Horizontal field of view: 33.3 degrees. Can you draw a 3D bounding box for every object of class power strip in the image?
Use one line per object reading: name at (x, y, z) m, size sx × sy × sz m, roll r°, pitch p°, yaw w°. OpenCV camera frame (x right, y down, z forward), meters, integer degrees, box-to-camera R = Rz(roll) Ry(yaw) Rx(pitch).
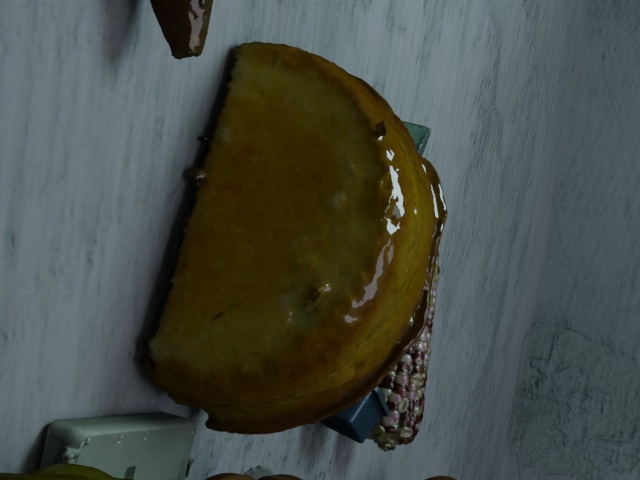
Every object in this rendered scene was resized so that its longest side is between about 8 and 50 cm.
power strip at (-0.148, 0.171, 0.785) m, size 0.192 × 0.035 × 0.081 m, roll 19°, pitch 84°, yaw -70°

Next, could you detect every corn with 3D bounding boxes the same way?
corn at (0.104, 0.126, 1.358) m, size 0.092 × 0.092 × 0.280 m, roll 28°, pitch 73°, yaw -69°

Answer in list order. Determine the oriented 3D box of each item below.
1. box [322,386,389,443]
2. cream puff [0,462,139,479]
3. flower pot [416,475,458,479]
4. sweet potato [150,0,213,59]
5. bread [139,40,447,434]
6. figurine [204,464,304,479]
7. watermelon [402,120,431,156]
box at (0.031, 0.190, 1.234) m, size 0.054 × 0.074 × 0.099 m, roll -56°, pitch 153°, yaw -18°
cream puff at (-0.104, 0.238, 0.590) m, size 0.282 × 0.185 × 0.282 m, roll 63°, pitch -6°, yaw 12°
flower pot at (0.128, 0.425, 1.477) m, size 0.173 × 0.191 × 0.190 m, roll 12°, pitch 89°, yaw -58°
sweet potato at (-0.102, -0.235, 0.657) m, size 0.078 × 0.058 × 0.255 m, roll -40°, pitch 138°, yaw -29°
bread at (0.000, 0.000, 0.880) m, size 0.194 × 0.179 × 0.340 m, roll 44°, pitch 60°, yaw -66°
figurine at (-0.054, 0.279, 0.895) m, size 0.263 × 0.142 × 0.189 m, roll 96°, pitch -8°, yaw -67°
watermelon at (0.032, -0.002, 1.129) m, size 0.154 × 0.094 × 0.241 m, roll 87°, pitch 24°, yaw -59°
